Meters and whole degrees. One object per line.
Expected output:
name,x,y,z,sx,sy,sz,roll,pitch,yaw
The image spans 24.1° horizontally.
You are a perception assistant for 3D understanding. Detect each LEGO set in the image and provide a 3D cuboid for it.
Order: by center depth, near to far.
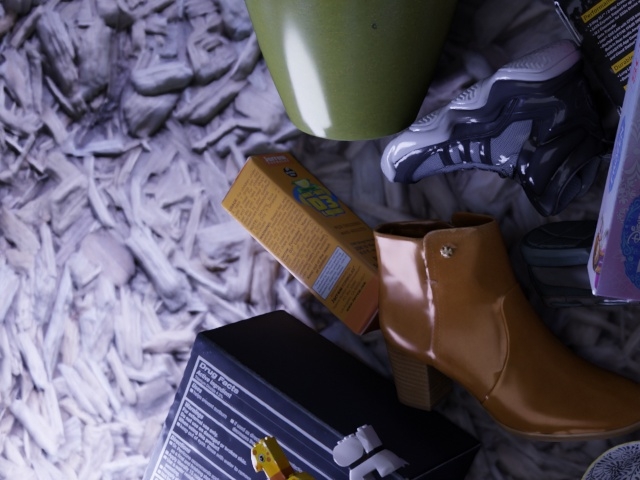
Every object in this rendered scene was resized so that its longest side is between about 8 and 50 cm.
LEGO set,-0.040,0.247,1.510,0.227,0.087,0.093,-37,77,29

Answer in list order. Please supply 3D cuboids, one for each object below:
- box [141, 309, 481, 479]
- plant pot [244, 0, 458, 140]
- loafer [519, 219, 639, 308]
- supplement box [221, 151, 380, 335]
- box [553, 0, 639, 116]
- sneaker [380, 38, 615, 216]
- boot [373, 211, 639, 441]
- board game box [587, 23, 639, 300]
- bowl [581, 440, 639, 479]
box,-0.027,0.281,1.664,0.296,0.182,0.294,33,114,24
plant pot,0.034,-0.261,1.523,0.274,0.274,0.294,16,122,32
loafer,0.321,0.032,1.459,0.267,0.096,0.084,5,119,41
supplement box,0.000,0.000,1.670,0.233,0.078,0.080,41,117,22
box,0.389,-0.234,1.370,0.322,0.079,0.257,-37,75,32
sneaker,0.181,-0.082,1.519,0.268,0.101,0.153,-31,88,43
boot,0.188,0.079,1.501,0.295,0.104,0.211,6,115,28
board game box,0.411,-0.084,1.260,0.317,0.066,0.319,7,114,2
bowl,0.342,0.271,1.472,0.170,0.080,0.170,6,100,33
